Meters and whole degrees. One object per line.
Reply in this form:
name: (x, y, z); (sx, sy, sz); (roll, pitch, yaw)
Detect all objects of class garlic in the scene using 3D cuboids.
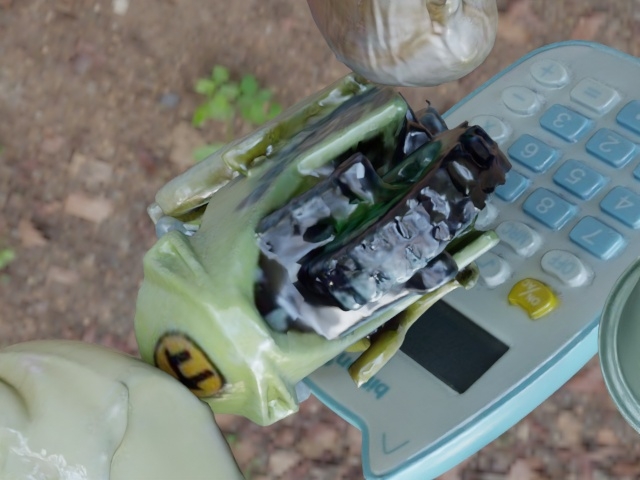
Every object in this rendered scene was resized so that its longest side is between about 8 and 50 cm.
garlic: (0.046, -0.146, 1.015); (0.090, 0.198, 0.128); (-20, 128, -8)

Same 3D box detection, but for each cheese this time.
cheese: (-0.136, 0.186, 1.052); (0.233, 0.127, 0.266); (-19, 96, 47)

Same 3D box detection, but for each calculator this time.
calculator: (0.127, 0.001, 1.306); (0.386, 0.256, 0.054); (-46, 133, -9)

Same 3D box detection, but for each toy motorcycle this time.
toy motorcycle: (0.000, 0.000, 1.156); (0.237, 0.410, 0.168); (-33, 96, 3)

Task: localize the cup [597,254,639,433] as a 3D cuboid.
cup: (0.195, 0.039, 0.873); (0.120, 0.120, 0.141); (5, 163, 6)
